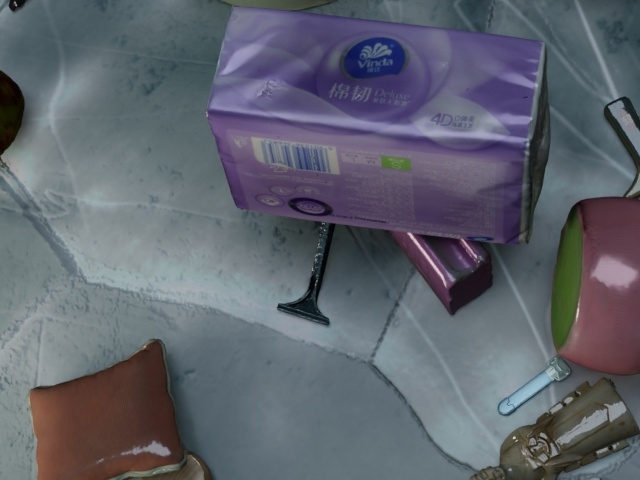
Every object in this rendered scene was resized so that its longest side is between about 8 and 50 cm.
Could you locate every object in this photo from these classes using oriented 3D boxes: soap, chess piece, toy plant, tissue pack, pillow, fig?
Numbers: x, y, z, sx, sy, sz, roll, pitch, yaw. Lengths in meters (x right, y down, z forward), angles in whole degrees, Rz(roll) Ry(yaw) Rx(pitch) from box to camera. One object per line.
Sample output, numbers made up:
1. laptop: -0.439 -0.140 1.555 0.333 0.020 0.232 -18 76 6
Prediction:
1. soap: 0.116 -0.022 1.886 0.065 0.122 0.203 -33 69 -5
2. chess piece: -0.164 0.277 1.864 0.084 0.038 0.083 -3 72 8
3. toy plant: 0.433 0.040 1.773 0.356 0.210 0.317 4 62 5
4. tissue pack: 0.072 -0.120 1.733 0.338 0.242 0.160 7 68 8
5. pillow: -0.244 0.213 1.868 0.179 0.075 0.171 -20 51 7
6. fig: -0.446 -0.143 1.990 0.166 0.144 0.154 4 85 30

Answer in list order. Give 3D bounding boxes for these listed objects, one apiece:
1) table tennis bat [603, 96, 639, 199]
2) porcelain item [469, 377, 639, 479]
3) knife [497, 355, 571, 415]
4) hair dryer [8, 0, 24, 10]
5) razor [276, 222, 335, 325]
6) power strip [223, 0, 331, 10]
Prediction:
1. table tennis bat: 0.407 -0.048 1.911 0.154 0.021 0.274 -26 72 -1
2. porcelain item: 0.243 0.233 1.818 0.213 0.054 0.084 -30 68 -2
3. knife: 0.240 0.167 1.864 0.096 0.010 0.027 -36 71 -3
4. hair dryer: -0.321 -0.456 2.101 0.107 0.189 0.352 27 99 9
5. razor: 0.002 -0.001 1.909 0.066 0.033 0.190 16 104 13
6. power strip: -0.047 -0.456 2.035 0.358 0.161 0.357 -2 71 5
